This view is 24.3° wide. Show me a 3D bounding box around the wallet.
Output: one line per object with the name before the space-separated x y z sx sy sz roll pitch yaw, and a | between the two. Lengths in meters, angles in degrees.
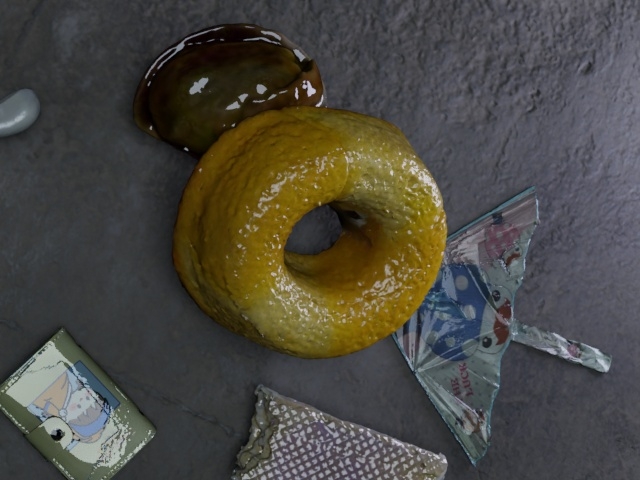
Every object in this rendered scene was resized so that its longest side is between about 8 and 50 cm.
wallet | -0.263 0.185 1.588 0.110 0.039 0.155 -44 99 -13

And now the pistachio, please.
pistachio | -0.095 -0.149 1.592 0.210 0.130 0.165 -5 94 -7

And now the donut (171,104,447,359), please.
donut | 0.000 0.000 1.570 0.302 0.110 0.303 -11 117 -22

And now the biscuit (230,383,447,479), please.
biscuit | 0.020 0.250 1.654 0.238 0.062 0.108 23 82 -15

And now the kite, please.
kite | 0.202 0.095 1.729 0.314 0.011 0.335 15 86 -14

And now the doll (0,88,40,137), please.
doll | -0.437 -0.118 1.494 0.237 0.111 0.252 -53 129 -4
